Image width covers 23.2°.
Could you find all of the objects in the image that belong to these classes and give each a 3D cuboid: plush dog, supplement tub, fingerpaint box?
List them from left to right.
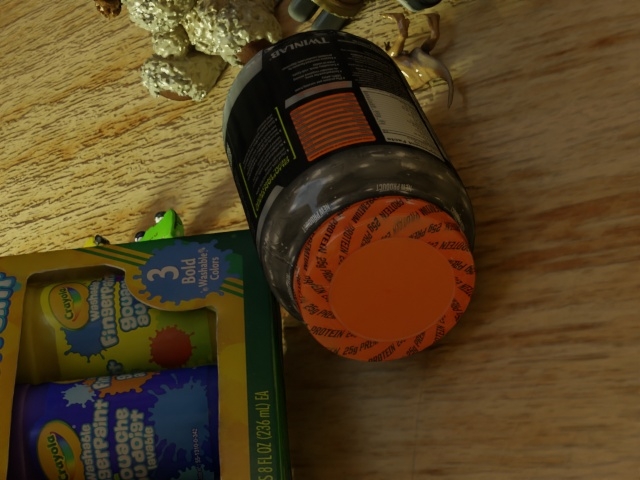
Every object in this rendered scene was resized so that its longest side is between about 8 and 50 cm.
[{"bbox_3d":[-0.215,0.205,1.507,0.371,0.163,0.445,-6,44,1],"label":"fingerpaint box"},{"bbox_3d":[-0.183,-0.333,2.080,0.262,0.225,0.211,-18,49,50],"label":"plush dog"},{"bbox_3d":[0.026,-0.047,1.520,0.207,0.207,0.338,-49,31,19],"label":"supplement tub"}]

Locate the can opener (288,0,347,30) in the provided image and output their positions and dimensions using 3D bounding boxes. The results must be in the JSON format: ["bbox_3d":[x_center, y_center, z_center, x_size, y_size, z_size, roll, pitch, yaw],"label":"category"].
[{"bbox_3d":[0.071,-0.373,1.905,0.283,0.076,0.095,-52,-2,15],"label":"can opener"}]

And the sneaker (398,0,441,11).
[{"bbox_3d":[0.161,-0.304,1.644,0.101,0.153,0.269,-40,-17,-27],"label":"sneaker"}]

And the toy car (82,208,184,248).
[{"bbox_3d":[-0.240,0.046,2.006,0.225,0.053,0.239,-41,35,30],"label":"toy car"}]

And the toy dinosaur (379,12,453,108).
[{"bbox_3d":[0.106,-0.192,1.696,0.211,0.064,0.112,2,92,62],"label":"toy dinosaur"}]

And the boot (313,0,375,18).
[{"bbox_3d":[0.090,-0.385,1.719,0.269,0.089,0.236,-53,-5,26],"label":"boot"}]
